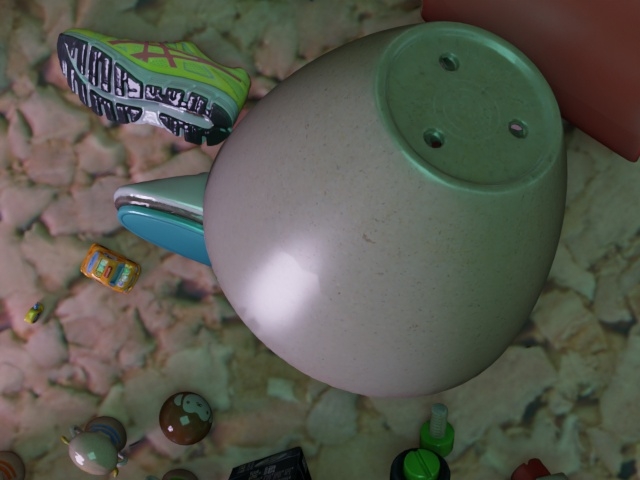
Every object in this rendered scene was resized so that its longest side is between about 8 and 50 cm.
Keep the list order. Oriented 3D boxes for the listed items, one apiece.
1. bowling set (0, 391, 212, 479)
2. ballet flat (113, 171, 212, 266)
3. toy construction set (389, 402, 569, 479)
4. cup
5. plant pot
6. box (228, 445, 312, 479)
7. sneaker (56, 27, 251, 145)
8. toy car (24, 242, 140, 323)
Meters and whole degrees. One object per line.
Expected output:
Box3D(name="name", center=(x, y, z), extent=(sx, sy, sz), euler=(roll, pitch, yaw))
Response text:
Box3D(name="bowling set", center=(-0.192, 0.232, 1.419), extent=(0.287, 0.154, 0.200), euler=(30, 93, -2))
Box3D(name="ballet flat", center=(0.000, 0.000, 1.432), extent=(0.400, 0.139, 0.139), euler=(23, 93, -5))
Box3D(name="toy construction set", center=(0.172, 0.369, 1.407), extent=(0.309, 0.237, 0.257), euler=(25, 49, 20))
Box3D(name="cup", center=(0.084, -0.058, 1.288), extent=(0.331, 0.237, 0.331), euler=(9, 60, -15))
Box3D(name="plant pot", center=(0.241, -0.243, 1.350), extent=(0.243, 0.275, 0.275), euler=(27, 93, 9))
Box3D(name="box", center=(-0.035, 0.294, 1.409), extent=(0.077, 0.180, 0.147), euler=(-18, 92, 3))
Box3D(name="sneaker", center=(-0.162, -0.163, 1.443), extent=(0.208, 0.094, 0.081), euler=(24, 137, 13))
Box3D(name="toy car", center=(-0.238, 0.056, 1.466), extent=(0.060, 0.040, 0.122), euler=(45, 92, -2))
